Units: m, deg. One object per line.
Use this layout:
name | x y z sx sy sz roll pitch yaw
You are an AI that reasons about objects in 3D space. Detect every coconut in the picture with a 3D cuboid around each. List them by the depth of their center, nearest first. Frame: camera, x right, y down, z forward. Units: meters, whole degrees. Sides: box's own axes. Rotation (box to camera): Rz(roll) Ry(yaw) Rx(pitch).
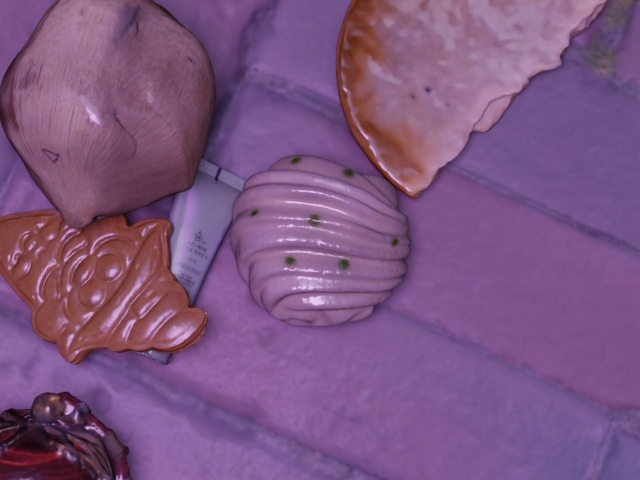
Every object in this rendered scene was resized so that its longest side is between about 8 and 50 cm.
coconut | -0.201 -0.118 1.204 0.224 0.224 0.224 1 82 -5

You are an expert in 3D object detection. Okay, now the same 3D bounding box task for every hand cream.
hand cream | -0.136 0.020 1.270 0.078 0.050 0.204 26 78 -24

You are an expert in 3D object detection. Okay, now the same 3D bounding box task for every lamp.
lamp | -0.282 0.247 1.175 0.215 0.151 0.223 4 84 0

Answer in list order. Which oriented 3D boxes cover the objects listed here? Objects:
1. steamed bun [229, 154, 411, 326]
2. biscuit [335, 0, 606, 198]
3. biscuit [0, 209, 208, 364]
steamed bun | 0.000 0.000 1.254 0.183 0.106 0.182 1 81 -6
biscuit | 0.131 -0.208 1.328 0.204 0.040 0.309 44 80 2
biscuit | -0.222 0.036 1.239 0.250 0.035 0.162 22 75 16
